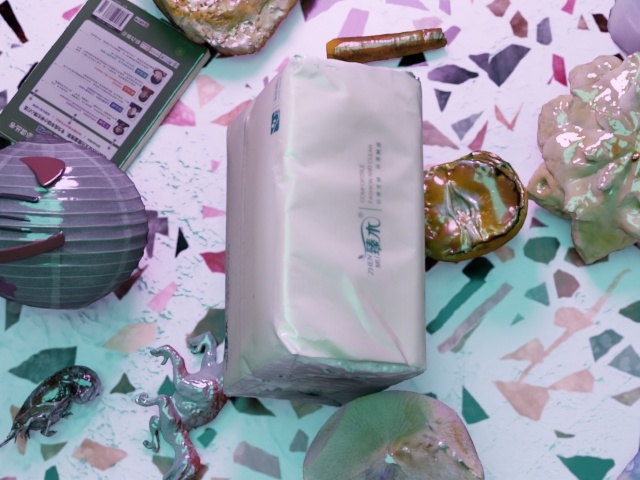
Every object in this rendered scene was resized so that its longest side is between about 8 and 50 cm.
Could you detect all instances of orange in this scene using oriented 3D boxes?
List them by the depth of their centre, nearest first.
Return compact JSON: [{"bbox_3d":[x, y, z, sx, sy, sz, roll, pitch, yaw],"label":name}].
[{"bbox_3d":[0.193,-0.040,1.712,0.170,0.112,0.160,33,91,37],"label":"orange"}]

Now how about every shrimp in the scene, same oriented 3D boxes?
[{"bbox_3d":[-0.364,0.227,1.726,0.065,0.056,0.165,43,86,9],"label":"shrimp"}]

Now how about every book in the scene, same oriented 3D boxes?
[{"bbox_3d":[-0.313,-0.215,1.856,0.202,0.027,0.264,32,80,12],"label":"book"}]

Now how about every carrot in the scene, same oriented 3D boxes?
[{"bbox_3d":[0.092,-0.274,1.825,0.170,0.042,0.042,-9,74,1],"label":"carrot"}]

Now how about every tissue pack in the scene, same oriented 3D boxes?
[{"bbox_3d":[0.000,0.000,1.612,0.207,0.297,0.380,6,72,-18],"label":"tissue pack"}]

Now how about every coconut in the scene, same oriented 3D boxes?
[{"bbox_3d":[0.091,0.295,1.568,0.227,0.230,0.227,-1,75,5],"label":"coconut"}]

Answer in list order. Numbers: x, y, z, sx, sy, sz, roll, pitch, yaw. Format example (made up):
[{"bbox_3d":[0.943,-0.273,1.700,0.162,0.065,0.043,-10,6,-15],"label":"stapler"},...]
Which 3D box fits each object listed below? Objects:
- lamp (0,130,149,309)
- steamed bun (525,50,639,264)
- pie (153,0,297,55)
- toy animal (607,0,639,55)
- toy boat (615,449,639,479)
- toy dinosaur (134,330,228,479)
[{"bbox_3d":[-0.359,-0.026,1.703,0.265,0.233,0.233,1,74,27],"label":"lamp"},{"bbox_3d":[0.407,-0.105,1.681,0.295,0.137,0.292,-14,86,2],"label":"steamed bun"},{"bbox_3d":[-0.129,-0.420,1.860,0.308,0.085,0.308,-2,71,6],"label":"pie"},{"bbox_3d":[0.495,-0.325,1.746,0.179,0.166,0.138,-1,81,-7],"label":"toy animal"},{"bbox_3d":[0.513,0.289,1.581,0.330,0.123,0.215,-32,72,-2],"label":"toy boat"},{"bbox_3d":[-0.145,0.192,1.714,0.242,0.053,0.167,-36,75,-5],"label":"toy dinosaur"}]
